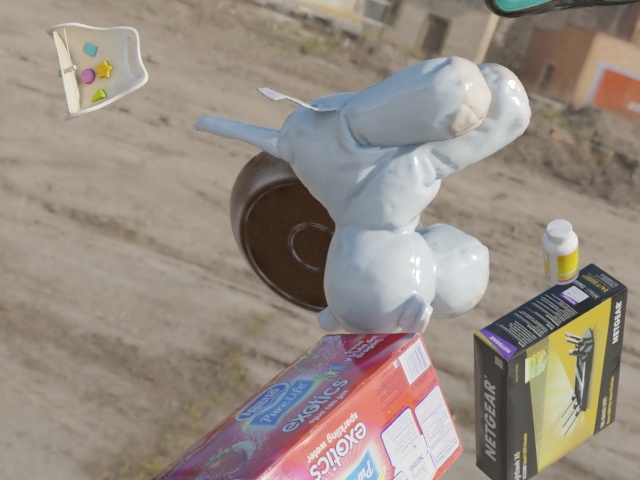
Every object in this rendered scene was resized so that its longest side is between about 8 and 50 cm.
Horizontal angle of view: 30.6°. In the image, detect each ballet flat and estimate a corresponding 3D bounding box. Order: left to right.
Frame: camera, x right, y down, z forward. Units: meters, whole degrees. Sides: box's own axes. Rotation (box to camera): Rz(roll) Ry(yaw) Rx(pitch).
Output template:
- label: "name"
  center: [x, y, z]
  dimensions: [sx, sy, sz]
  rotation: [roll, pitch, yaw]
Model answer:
- label: "ballet flat"
  center: [0.378, -0.388, 1.737]
  dimensions: [0.280, 0.095, 0.096]
  rotation: [-6, 7, 1]

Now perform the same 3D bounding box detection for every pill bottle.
- label: "pill bottle"
  center: [0.296, 0.013, 1.442]
  dimensions: [0.043, 0.083, 0.043]
  rotation: [-7, 47, 8]

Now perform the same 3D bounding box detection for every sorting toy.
- label: "sorting toy"
  center: [-0.187, -0.149, 1.007]
  dimensions: [0.075, 0.083, 0.045]
  rotation: [-15, -9, 13]

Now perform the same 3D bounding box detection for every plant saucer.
- label: "plant saucer"
  center: [0.000, 0.000, 1.719]
  dimensions: [0.310, 0.311, 0.050]
  rotation: [21, 40, 8]

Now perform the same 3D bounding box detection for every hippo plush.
- label: "hippo plush"
  center: [0.081, -0.030, 1.098]
  dimensions: [0.294, 0.237, 0.234]
  rotation: [-5, -6, -39]

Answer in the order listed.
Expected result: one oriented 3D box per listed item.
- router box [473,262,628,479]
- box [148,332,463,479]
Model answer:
- label: "router box"
  center: [0.356, 0.218, 1.825]
  dimensions: [0.243, 0.309, 0.081]
  rotation: [-28, 44, -22]
- label: "box"
  center: [-0.007, 0.194, 1.000]
  dimensions: [0.122, 0.128, 0.257]
  rotation: [-6, 22, 44]
